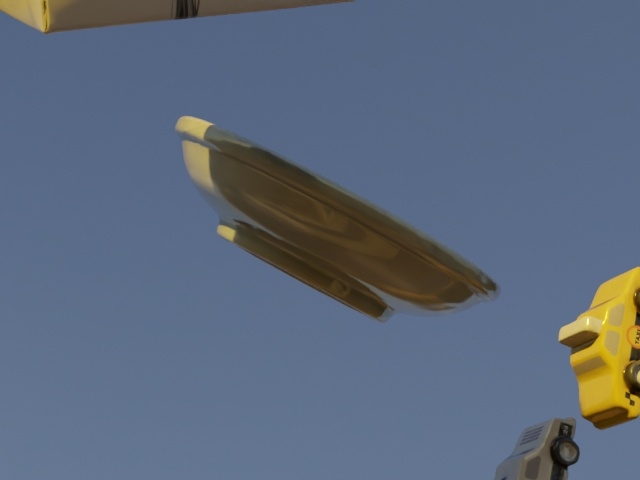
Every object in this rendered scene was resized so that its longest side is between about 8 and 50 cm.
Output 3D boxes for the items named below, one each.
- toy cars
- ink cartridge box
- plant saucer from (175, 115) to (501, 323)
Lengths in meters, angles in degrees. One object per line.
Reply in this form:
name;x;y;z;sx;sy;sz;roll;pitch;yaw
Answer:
toy cars;0.282;0.204;1.639;0.087;0.176;0.393;20;-73;-15
ink cartridge box;-0.142;-0.265;1.218;0.289;0.211;0.121;-11;-69;-27
plant saucer;0.000;0.000;1.544;0.400;0.400;0.100;29;-92;-10
